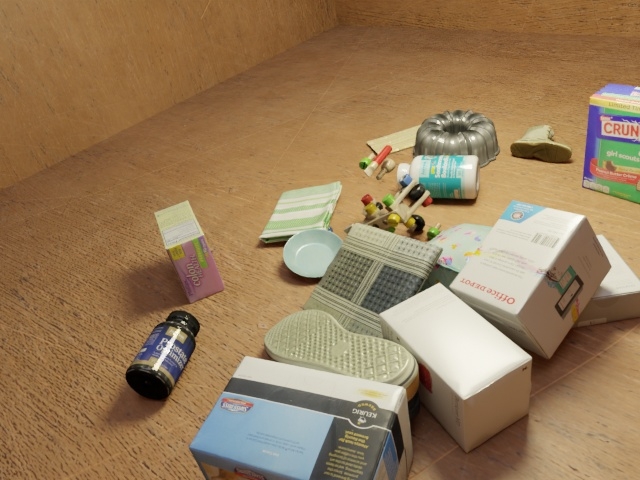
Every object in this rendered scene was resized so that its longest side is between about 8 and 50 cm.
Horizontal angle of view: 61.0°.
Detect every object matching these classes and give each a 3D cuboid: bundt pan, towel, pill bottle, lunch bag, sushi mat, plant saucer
[{"bbox_3d":[0.511,-0.395,2.066,0.330,0.124,0.331,-8,38,6],"label":"bundt pan"},{"bbox_3d":[-0.065,-0.102,1.901,0.247,0.038,0.325,-8,33,19],"label":"towel"},{"bbox_3d":[0.399,-0.215,1.843,0.264,0.146,0.146,3,38,22],"label":"pill bottle"},{"bbox_3d":[-0.399,0.289,1.408,0.122,0.123,0.219,0,37,17],"label":"pill bottle"},{"bbox_3d":[0.370,0.057,1.452,0.223,0.160,0.262,-31,30,-23],"label":"lunch bag"},{"bbox_3d":[0.360,-0.426,2.265,0.316,0.019,0.151,-19,34,-8],"label":"sushi mat"},{"bbox_3d":[-0.018,0.047,1.679,0.195,0.037,0.195,-1,49,1],"label":"plant saucer"},{"bbox_3d":[0.129,0.112,1.434,0.324,0.056,0.312,21,76,50],"label":"towel"}]

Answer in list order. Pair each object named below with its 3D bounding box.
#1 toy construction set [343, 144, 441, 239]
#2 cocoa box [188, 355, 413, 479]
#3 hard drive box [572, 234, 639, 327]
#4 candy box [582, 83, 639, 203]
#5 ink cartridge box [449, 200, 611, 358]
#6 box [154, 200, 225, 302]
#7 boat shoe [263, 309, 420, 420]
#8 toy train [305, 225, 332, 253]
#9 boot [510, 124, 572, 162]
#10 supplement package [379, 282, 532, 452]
[{"bbox_3d":[0.177,-0.094,1.633,0.257,0.309,0.237,7,43,39],"label":"toy construction set"},{"bbox_3d":[-0.023,0.402,1.031,0.347,0.231,0.228,5,39,24],"label":"cocoa box"},{"bbox_3d":[0.668,0.097,1.367,0.181,0.089,0.232,-10,34,5],"label":"hard drive box"},{"bbox_3d":[0.941,-0.278,1.607,0.122,0.317,0.268,-33,39,-26],"label":"candy box"},{"bbox_3d":[0.481,0.085,1.248,0.270,0.197,0.198,-51,33,-10],"label":"ink cartridge box"},{"bbox_3d":[-0.410,0.030,1.696,0.117,0.214,0.243,-22,35,-12],"label":"box"},{"bbox_3d":[0.034,0.286,1.257,0.187,0.156,0.500,-38,27,-28],"label":"boat shoe"},{"bbox_3d":[0.000,0.000,1.772,0.036,0.027,0.158,12,42,26],"label":"toy train"},{"bbox_3d":[0.821,-0.355,1.968,0.213,0.077,0.165,15,42,38],"label":"boot"},{"bbox_3d":[0.284,0.263,1.178,0.175,0.177,0.293,-24,36,-17],"label":"supplement package"}]
